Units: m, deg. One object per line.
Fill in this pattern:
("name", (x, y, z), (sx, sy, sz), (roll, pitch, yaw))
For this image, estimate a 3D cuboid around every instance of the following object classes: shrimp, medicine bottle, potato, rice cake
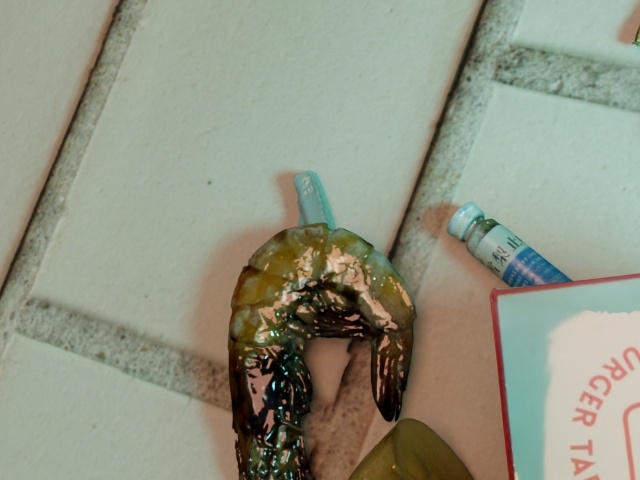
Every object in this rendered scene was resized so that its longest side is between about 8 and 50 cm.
("shrimp", (0.000, 0.160, 1.314), (0.233, 0.071, 0.364), (-6, 79, 19))
("medicine bottle", (0.226, 0.031, 1.286), (0.191, 0.051, 0.051), (41, 92, 23))
("potato", (0.085, 0.315, 1.206), (0.158, 0.178, 0.203), (-40, 80, 23))
("rice cake", (0.000, 0.000, 1.385), (0.042, 0.030, 0.180), (-23, 69, 19))

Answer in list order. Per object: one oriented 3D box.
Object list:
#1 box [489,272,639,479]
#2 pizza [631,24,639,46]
("box", (0.348, 0.202, 1.060), (0.312, 0.300, 0.314), (-8, 74, 17))
("pizza", (0.426, -0.243, 1.304), (0.123, 0.026, 0.108), (-45, 69, 1))
